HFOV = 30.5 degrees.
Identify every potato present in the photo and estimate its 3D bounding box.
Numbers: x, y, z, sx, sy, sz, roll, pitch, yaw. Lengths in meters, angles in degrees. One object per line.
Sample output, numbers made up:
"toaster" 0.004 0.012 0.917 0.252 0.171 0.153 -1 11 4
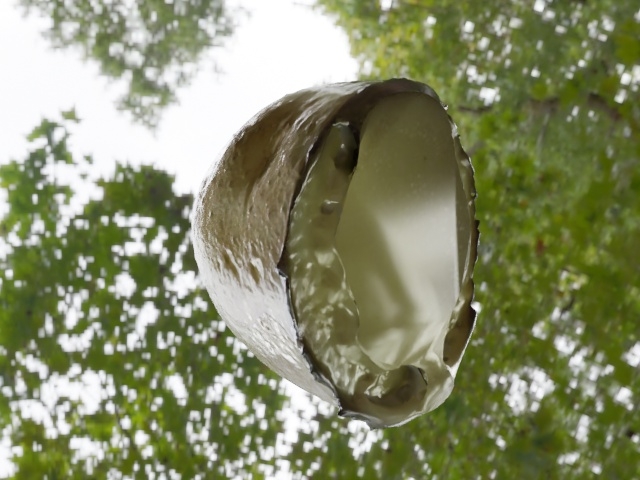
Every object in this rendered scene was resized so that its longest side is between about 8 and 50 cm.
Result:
"potato" 0.000 0.000 0.966 0.242 0.285 0.242 -14 -148 9
